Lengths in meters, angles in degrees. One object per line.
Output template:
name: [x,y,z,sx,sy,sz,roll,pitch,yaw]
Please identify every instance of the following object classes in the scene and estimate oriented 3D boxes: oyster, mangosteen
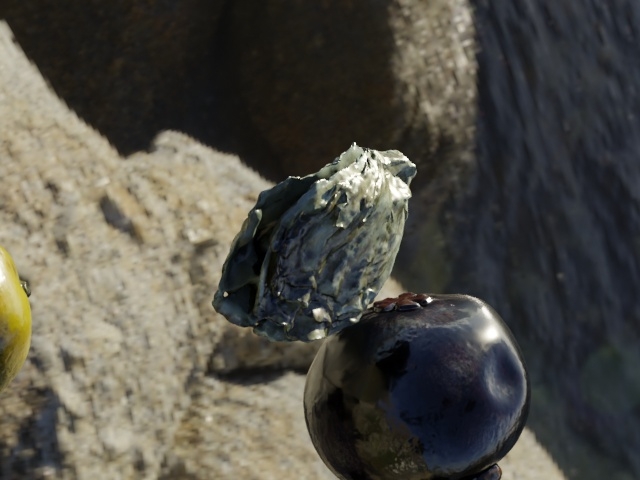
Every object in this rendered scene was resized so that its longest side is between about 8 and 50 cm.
oyster: [0.000,0.000,1.398,0.268,0.112,0.198,-6,116,-58]
mangosteen: [0.117,0.212,1.644,0.275,0.275,0.302,-20,100,-46]

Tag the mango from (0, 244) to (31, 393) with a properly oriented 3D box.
mango: [-0.455,0.130,1.512,0.253,0.365,0.182,15,37,-57]
